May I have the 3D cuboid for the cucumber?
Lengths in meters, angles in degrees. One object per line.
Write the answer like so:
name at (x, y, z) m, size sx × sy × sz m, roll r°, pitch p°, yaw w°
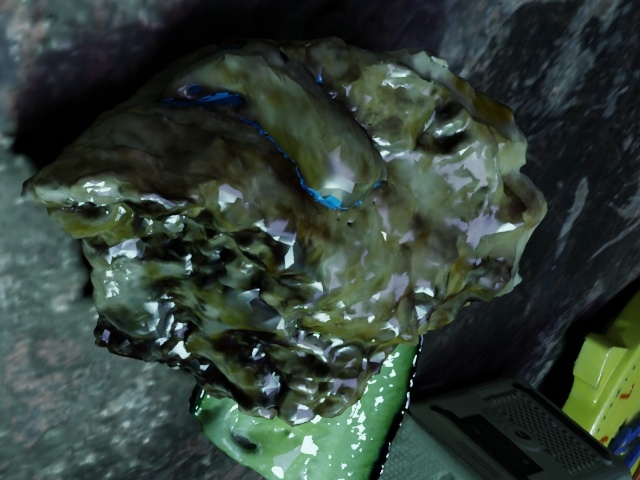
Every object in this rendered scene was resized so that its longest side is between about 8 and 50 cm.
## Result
cucumber at (-0.006, 0.058, 0.712) m, size 0.115 × 0.086 × 0.193 m, roll 13°, pitch 124°, yaw -8°

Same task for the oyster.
oyster at (0.000, 0.000, 0.577) m, size 0.223 × 0.083 × 0.214 m, roll -22°, pitch 136°, yaw -6°

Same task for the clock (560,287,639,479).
clock at (0.310, 0.153, 1.245) m, size 0.293 × 0.071 × 0.277 m, roll -30°, pitch 140°, yaw -43°

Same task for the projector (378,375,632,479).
projector at (0.107, 0.242, 1.031) m, size 0.177 × 0.163 × 0.242 m, roll -5°, pitch 130°, yaw -50°
